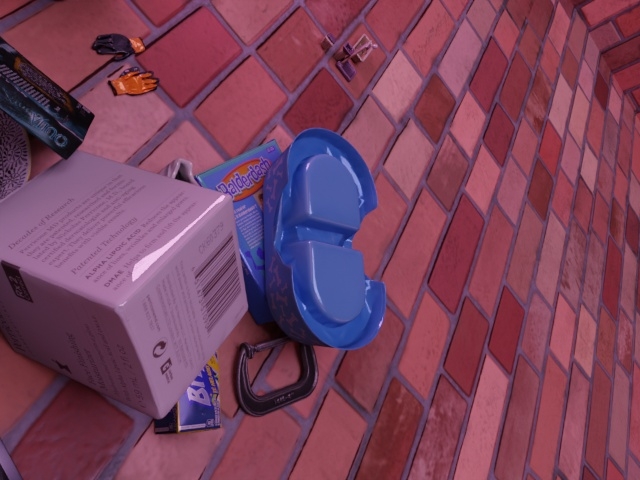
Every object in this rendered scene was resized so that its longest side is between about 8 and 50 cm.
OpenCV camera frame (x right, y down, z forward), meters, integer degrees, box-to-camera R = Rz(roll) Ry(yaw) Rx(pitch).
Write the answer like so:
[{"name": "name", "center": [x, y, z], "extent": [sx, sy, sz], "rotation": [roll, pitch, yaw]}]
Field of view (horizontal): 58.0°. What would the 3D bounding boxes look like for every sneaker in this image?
[{"name": "sneaker", "center": [-0.163, -0.031, 0.672], "extent": [0.054, 0.061, 0.152], "rotation": [7, 52, -44]}]

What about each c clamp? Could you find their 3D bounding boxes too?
[{"name": "c clamp", "center": [-0.054, 0.152, 0.763], "extent": [0.161, 0.022, 0.137], "rotation": [-17, 97, -46]}]

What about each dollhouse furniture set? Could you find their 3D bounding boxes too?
[{"name": "dollhouse furniture set", "center": [0.073, -0.366, 1.043], "extent": [0.091, 0.081, 0.114], "rotation": [49, 47, -19]}]

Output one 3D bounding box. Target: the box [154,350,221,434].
[{"name": "box", "center": [-0.152, 0.128, 0.650], "extent": [0.054, 0.059, 0.169], "rotation": [7, 69, -40]}]

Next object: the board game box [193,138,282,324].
[{"name": "board game box", "center": [-0.074, -0.017, 0.790], "extent": [0.160, 0.047, 0.210], "rotation": [-35, 101, -45]}]

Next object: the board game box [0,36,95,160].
[{"name": "board game box", "center": [-0.283, -0.144, 0.559], "extent": [0.026, 0.186, 0.126], "rotation": [-47, 115, 2]}]

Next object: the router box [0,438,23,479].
[{"name": "router box", "center": [-0.347, 0.225, 0.406], "extent": [0.243, 0.081, 0.309], "rotation": [-30, 96, -47]}]

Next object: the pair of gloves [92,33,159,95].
[{"name": "pair of gloves", "center": [-0.244, -0.224, 0.732], "extent": [0.074, 0.010, 0.083], "rotation": [-26, 93, -46]}]

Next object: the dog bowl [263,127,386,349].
[{"name": "dog bowl", "center": [0.000, 0.000, 0.768], "extent": [0.166, 0.074, 0.297], "rotation": [12, 67, -41]}]

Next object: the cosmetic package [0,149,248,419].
[{"name": "cosmetic package", "center": [-0.187, 0.033, 0.529], "extent": [0.151, 0.184, 0.151], "rotation": [-54, 152, -42]}]

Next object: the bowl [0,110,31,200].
[{"name": "bowl", "center": [-0.358, -0.072, 0.511], "extent": [0.170, 0.080, 0.170], "rotation": [19, 62, -38]}]
